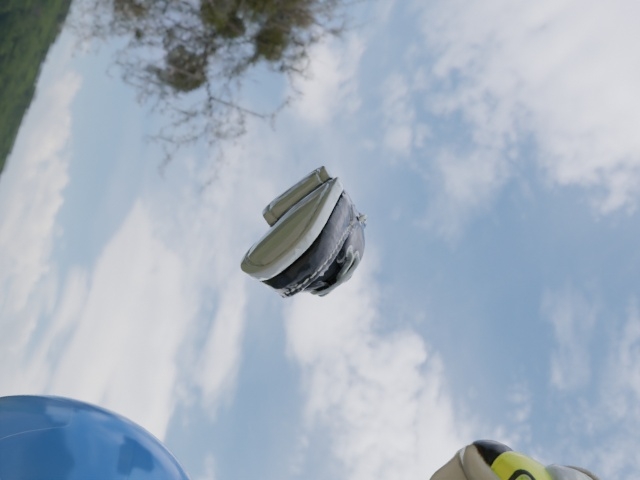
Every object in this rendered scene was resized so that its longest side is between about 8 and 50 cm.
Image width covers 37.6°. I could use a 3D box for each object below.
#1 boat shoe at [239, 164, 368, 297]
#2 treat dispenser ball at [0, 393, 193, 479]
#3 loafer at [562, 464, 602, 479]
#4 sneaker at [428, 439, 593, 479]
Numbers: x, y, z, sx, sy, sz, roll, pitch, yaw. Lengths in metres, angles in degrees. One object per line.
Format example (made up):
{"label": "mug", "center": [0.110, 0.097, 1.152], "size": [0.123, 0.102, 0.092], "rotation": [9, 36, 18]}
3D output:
{"label": "boat shoe", "center": [0.000, 0.000, 0.874], "size": [0.114, 0.091, 0.302], "rotation": [-36, -170, 13]}
{"label": "treat dispenser ball", "center": [-0.219, 0.260, 0.698], "size": [0.288, 0.288, 0.288], "rotation": [-44, -144, 46]}
{"label": "loafer", "center": [0.129, 0.288, 0.737], "size": [0.268, 0.102, 0.092], "rotation": [-46, 179, 7]}
{"label": "sneaker", "center": [0.044, 0.249, 0.386], "size": [0.385, 0.147, 0.145], "rotation": [-50, 175, -46]}
